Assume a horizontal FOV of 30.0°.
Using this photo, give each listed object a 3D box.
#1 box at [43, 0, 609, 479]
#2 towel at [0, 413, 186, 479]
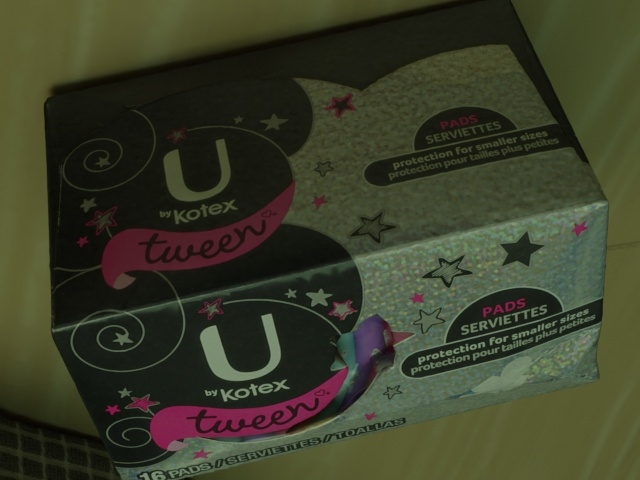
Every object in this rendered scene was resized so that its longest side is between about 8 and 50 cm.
[{"bbox_3d":[0.000,0.000,0.597,0.247,0.163,0.142,-13,137,-1],"label":"box"},{"bbox_3d":[-0.175,0.226,0.730,0.121,0.235,0.283,-41,131,22],"label":"towel"}]
